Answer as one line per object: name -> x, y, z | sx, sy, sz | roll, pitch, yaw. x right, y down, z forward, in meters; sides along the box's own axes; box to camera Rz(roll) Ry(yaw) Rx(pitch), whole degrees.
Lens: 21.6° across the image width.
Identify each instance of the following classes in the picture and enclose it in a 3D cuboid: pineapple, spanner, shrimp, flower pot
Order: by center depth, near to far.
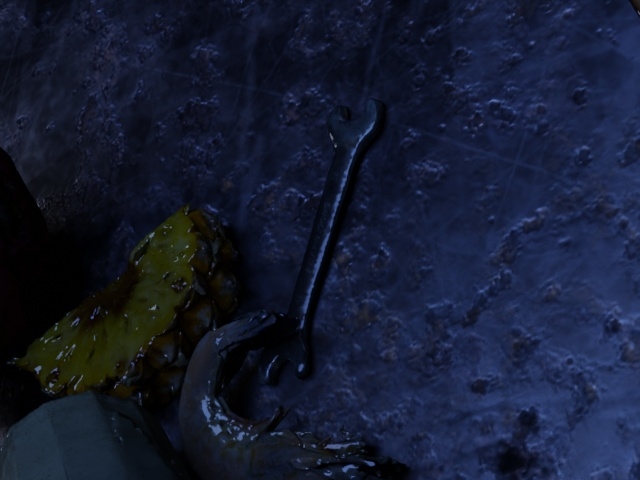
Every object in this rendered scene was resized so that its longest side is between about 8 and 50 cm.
flower pot -> -0.162, 0.229, 1.302 | 0.212, 0.212, 0.202 | -42, 41, 16
shrimp -> -0.024, 0.132, 1.313 | 0.219, 0.046, 0.152 | 5, 89, 37
spanner -> 0.000, 0.000, 1.381 | 0.054, 0.015, 0.254 | 9, 77, 38
pineapple -> -0.152, 0.086, 1.420 | 0.233, 0.079, 0.135 | -43, 53, 15

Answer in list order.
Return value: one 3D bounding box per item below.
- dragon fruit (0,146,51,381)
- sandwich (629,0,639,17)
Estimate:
dragon fruit -> -0.398, 0.025, 1.488 | 0.329, 0.329, 0.329 | -15, 63, 32
sandwich -> 0.299, -0.129, 1.156 | 0.094, 0.096, 0.258 | -44, 52, 23
